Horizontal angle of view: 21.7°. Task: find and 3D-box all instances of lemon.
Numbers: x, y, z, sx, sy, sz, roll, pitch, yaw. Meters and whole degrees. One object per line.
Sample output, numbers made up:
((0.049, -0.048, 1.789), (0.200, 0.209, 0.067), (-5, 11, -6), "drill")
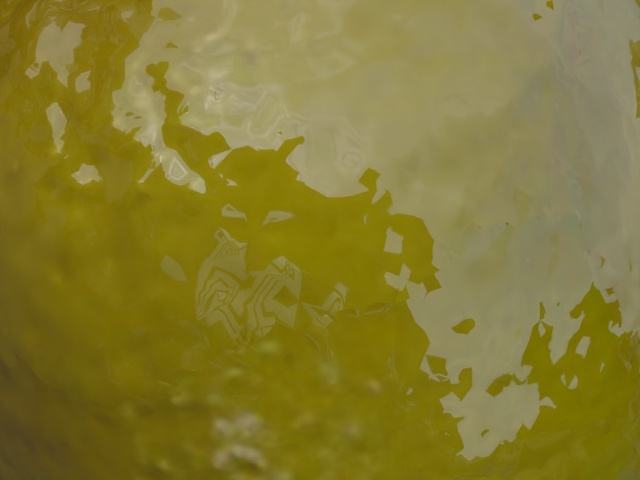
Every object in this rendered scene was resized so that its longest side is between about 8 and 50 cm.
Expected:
((0.001, 0.003, 0.475), (0.236, 0.263, 0.236), (2, 59, -4), "lemon")
